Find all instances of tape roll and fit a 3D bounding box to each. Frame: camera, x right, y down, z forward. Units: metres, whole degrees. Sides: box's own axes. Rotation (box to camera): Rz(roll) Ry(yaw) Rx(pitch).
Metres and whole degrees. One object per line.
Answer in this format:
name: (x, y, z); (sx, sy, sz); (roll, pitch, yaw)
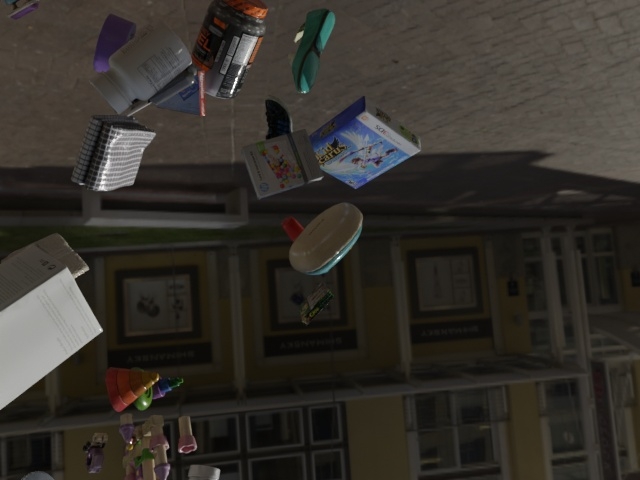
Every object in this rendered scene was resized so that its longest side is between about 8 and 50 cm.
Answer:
tape roll: (-0.665, -0.626, 1.813); (0.080, 0.189, 0.189); (18, 169, -15)

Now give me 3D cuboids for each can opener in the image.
can opener: (-0.500, -0.459, 1.671); (0.283, 0.076, 0.095); (-20, 138, 29)

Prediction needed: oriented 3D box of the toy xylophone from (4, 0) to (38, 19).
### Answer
toy xylophone: (-0.672, -0.662, 1.202); (0.236, 0.323, 0.081); (-11, -161, 40)

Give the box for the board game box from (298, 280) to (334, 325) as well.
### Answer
board game box: (-0.018, 0.209, 1.909); (0.030, 0.136, 0.259); (41, 179, -5)

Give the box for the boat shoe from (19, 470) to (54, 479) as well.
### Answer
boat shoe: (-0.622, 0.707, 1.206); (0.156, 0.367, 0.136); (-36, 158, 13)

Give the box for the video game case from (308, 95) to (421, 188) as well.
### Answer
video game case: (0.114, -0.276, 1.650); (0.244, 0.061, 0.269); (26, 140, -36)

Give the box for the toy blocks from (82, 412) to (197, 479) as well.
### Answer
toy blocks: (-0.625, 0.787, 1.951); (0.309, 0.260, 0.288); (18, 128, -37)

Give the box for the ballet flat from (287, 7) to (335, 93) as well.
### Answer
ballet flat: (-0.037, -0.503, 1.491); (0.087, 0.247, 0.083); (14, 170, 29)

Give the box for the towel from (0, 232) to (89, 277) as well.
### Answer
towel: (-0.979, 0.091, 1.997); (0.049, 0.187, 0.282); (-38, -176, 26)

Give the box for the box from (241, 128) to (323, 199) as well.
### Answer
box: (-0.103, -0.207, 1.512); (0.186, 0.145, 0.038); (-19, 174, -14)

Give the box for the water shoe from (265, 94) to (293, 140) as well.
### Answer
water shoe: (-0.125, -0.325, 1.651); (0.073, 0.203, 0.080); (11, -133, 33)

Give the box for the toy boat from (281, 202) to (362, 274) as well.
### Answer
toy boat: (0.000, 0.000, 1.699); (0.267, 0.148, 0.318); (-46, -154, -19)

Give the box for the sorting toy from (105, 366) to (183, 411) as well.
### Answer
sorting toy: (-0.487, 0.415, 1.628); (0.126, 0.127, 0.365); (-17, 165, 0)

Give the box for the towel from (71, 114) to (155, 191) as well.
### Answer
towel: (-0.689, -0.293, 1.888); (0.121, 0.235, 0.283); (23, -166, 6)

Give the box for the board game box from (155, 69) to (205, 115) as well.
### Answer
board game box: (-0.490, -0.520, 1.936); (0.281, 0.145, 0.027); (20, -153, 40)

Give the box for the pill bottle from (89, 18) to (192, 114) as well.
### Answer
pill bottle: (-0.443, -0.421, 1.378); (0.229, 0.131, 0.131); (-43, 180, -8)

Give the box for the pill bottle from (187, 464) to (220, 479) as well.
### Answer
pill bottle: (-0.357, 0.771, 1.612); (0.124, 0.222, 0.124); (5, 150, 3)

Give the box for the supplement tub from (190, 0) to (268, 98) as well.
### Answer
supplement tub: (-0.323, -0.687, 1.953); (0.207, 0.207, 0.338); (1, 130, -43)

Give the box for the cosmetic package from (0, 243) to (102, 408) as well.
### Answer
cosmetic package: (-0.684, 0.212, 1.161); (0.156, 0.217, 0.385); (24, -132, 35)
